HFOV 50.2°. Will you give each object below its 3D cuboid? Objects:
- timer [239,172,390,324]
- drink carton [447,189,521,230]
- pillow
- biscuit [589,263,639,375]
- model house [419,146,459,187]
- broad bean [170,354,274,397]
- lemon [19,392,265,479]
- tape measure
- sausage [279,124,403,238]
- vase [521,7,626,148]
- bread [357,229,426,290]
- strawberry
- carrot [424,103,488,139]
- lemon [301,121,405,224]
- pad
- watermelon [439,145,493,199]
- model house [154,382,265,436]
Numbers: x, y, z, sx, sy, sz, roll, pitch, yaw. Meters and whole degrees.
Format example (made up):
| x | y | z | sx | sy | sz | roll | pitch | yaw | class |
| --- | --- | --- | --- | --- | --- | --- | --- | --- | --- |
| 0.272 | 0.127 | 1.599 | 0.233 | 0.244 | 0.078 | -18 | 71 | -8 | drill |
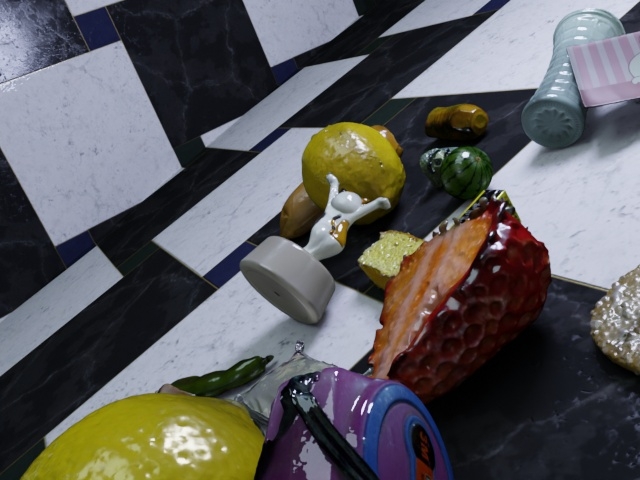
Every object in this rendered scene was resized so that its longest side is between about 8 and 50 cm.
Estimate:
| x | y | z | sx | sy | sz | roll | pitch | yaw | class |
| --- | --- | --- | --- | --- | --- | --- | --- | --- | --- |
| 0.000 | 0.000 | 1.250 | 0.266 | 0.175 | 0.175 | -51 | 26 | -20 | timer |
| 0.247 | -0.005 | 1.089 | 0.165 | 0.071 | 0.056 | -45 | 27 | -25 | drink carton |
| -0.020 | 0.232 | 1.006 | 0.169 | 0.059 | 0.255 | -44 | 22 | -19 | pillow |
| 0.406 | 0.074 | 0.756 | 0.220 | 0.033 | 0.220 | -30 | 21 | 13 | biscuit |
| 0.255 | -0.150 | 1.360 | 0.083 | 0.079 | 0.066 | -4 | 39 | 50 | model house |
| -0.196 | 0.256 | 1.223 | 0.254 | 0.046 | 0.065 | -22 | 19 | 25 | broad bean |
| -0.179 | 0.326 | 0.711 | 0.336 | 0.336 | 0.336 | -29 | 23 | 14 | lemon |
| 0.028 | 0.247 | 0.661 | 0.149 | 0.245 | 0.232 | -23 | 41 | 27 | tape measure |
| 0.031 | -0.129 | 1.599 | 0.354 | 0.116 | 0.134 | -39 | 33 | 1 | sausage |
| 0.477 | -0.304 | 1.293 | 0.143 | 0.143 | 0.299 | -11 | 36 | 45 | vase |
| 0.135 | 0.038 | 1.173 | 0.103 | 0.065 | 0.187 | -42 | 24 | -12 | bread |
| 0.196 | 0.087 | 0.890 | 0.253 | 0.150 | 0.280 | -44 | 15 | 38 | strawberry |
| 0.300 | -0.264 | 1.524 | 0.082 | 0.082 | 0.173 | -42 | 26 | -16 | carrot |
| 0.066 | -0.142 | 1.430 | 0.204 | 0.204 | 0.260 | -38 | 54 | -8 | lemon |
| 0.583 | -0.309 | 1.146 | 0.299 | 0.005 | 0.202 | -9 | 43 | 17 | pad |
| 0.266 | -0.122 | 1.264 | 0.109 | 0.109 | 0.109 | -29 | 23 | 14 | watermelon |
| -0.202 | 0.323 | 0.971 | 0.172 | 0.166 | 0.183 | -39 | 25 | 60 | model house |
